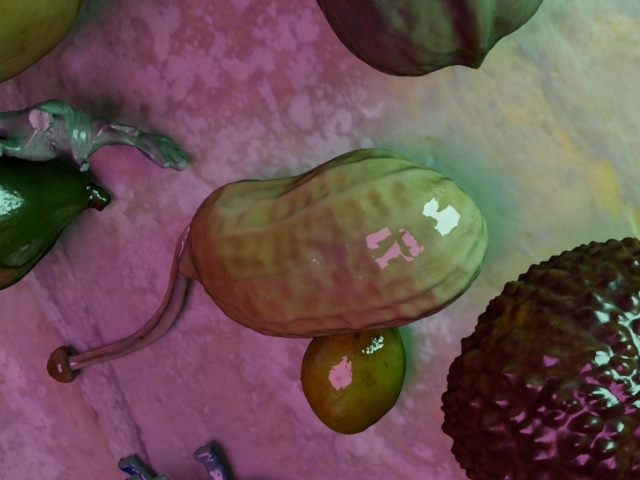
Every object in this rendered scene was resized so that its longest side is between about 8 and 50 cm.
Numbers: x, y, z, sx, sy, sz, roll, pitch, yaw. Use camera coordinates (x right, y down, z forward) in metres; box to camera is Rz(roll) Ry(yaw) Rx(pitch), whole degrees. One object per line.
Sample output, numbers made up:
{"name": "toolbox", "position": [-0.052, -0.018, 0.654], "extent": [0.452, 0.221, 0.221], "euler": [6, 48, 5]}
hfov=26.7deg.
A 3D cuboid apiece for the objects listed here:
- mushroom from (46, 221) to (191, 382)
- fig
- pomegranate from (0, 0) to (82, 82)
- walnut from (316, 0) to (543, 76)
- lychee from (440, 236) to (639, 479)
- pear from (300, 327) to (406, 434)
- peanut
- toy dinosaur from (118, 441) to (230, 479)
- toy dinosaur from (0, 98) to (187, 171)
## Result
{"name": "mushroom", "position": [-0.201, 0.079, 1.496], "extent": [0.068, 0.043, 0.306], "euler": [40, 122, -18]}
{"name": "fig", "position": [-0.357, -0.041, 1.471], "extent": [0.245, 0.195, 0.195], "euler": [-20, 98, -8]}
{"name": "pomegranate", "position": [-0.432, -0.299, 1.292], "extent": [0.412, 0.411, 0.411], "euler": [9, 110, 25]}
{"name": "walnut", "position": [0.093, -0.247, 1.142], "extent": [0.224, 0.224, 0.224], "euler": [9, 110, 25]}
{"name": "lychee", "position": [0.245, 0.127, 1.136], "extent": [0.304, 0.276, 0.275], "euler": [-15, 99, 48]}
{"name": "pear", "position": [0.033, 0.128, 1.341], "extent": [0.107, 0.107, 0.131], "euler": [14, 111, 24]}
{"name": "peanut", "position": [-0.001, 0.005, 1.281], "extent": [0.340, 0.158, 0.174], "euler": [-12, 73, 27]}
{"name": "toy dinosaur", "position": [-0.160, 0.300, 1.522], "extent": [0.329, 0.076, 0.144], "euler": [-29, 98, 34]}
{"name": "toy dinosaur", "position": [-0.321, -0.115, 1.352], "extent": [0.383, 0.129, 0.076], "euler": [11, 91, -8]}
